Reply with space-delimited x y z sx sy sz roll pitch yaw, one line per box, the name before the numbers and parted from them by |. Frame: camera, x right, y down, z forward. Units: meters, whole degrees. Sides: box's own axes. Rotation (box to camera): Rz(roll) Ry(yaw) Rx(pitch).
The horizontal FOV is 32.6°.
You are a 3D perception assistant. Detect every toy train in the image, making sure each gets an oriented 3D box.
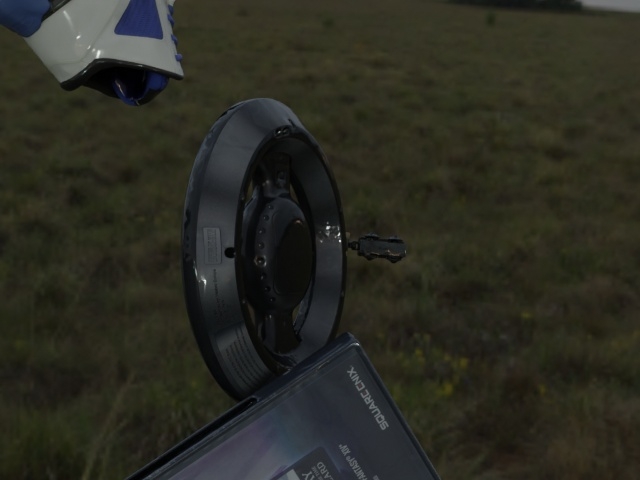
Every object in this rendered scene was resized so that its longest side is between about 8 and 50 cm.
toy train | 0.000 0.000 0.999 0.158 0.027 0.036 7 -1 -3

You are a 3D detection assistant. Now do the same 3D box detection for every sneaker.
sneaker | -0.203 -0.250 1.177 0.127 0.182 0.315 -12 27 44

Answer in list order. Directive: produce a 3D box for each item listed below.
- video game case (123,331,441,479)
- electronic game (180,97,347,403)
video game case | -0.046 0.212 0.694 0.274 0.196 0.026 -33 17 -9
electronic game | -0.037 0.010 0.808 0.048 0.229 0.229 -2 9 24
